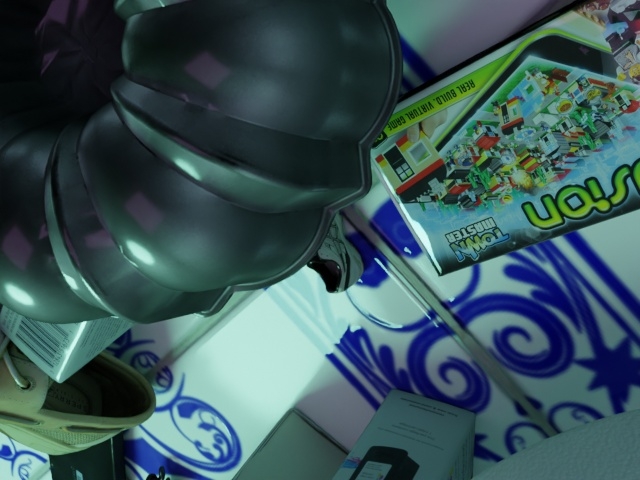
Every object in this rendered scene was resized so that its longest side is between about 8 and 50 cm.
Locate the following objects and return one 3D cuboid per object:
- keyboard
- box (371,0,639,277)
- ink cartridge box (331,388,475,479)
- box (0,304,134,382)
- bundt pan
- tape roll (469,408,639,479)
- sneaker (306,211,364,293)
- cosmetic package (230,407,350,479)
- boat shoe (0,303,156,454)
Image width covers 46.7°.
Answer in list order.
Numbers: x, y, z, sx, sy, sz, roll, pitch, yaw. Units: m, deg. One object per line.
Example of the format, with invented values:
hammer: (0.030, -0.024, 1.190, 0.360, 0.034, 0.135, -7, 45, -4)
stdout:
keyboard: (-0.241, 0.299, 0.860, 0.202, 0.033, 0.317, 26, 129, 24)
box: (0.128, -0.061, 0.413, 0.207, 0.036, 0.114, -24, 103, 39)
ink cartridge box: (0.050, 0.216, 0.537, 0.072, 0.175, 0.127, 12, 123, 26)
box: (-0.162, 0.019, 0.573, 0.072, 0.137, 0.126, 42, 130, 4)
bundt pan: (-0.129, -0.101, 0.388, 0.331, 0.124, 0.330, 3, 101, 16)
tape roll: (0.212, 0.254, 0.418, 0.392, 0.072, 0.391, -1, 118, -1)
sneaker: (0.000, 0.000, 0.529, 0.032, 0.037, 0.083, -28, 99, 41)
cosmetic package: (-0.083, 0.310, 0.687, 0.113, 0.160, 0.309, 39, 131, 5)
boat shoe: (-0.266, 0.091, 0.615, 0.110, 0.121, 0.341, -16, 150, 18)
